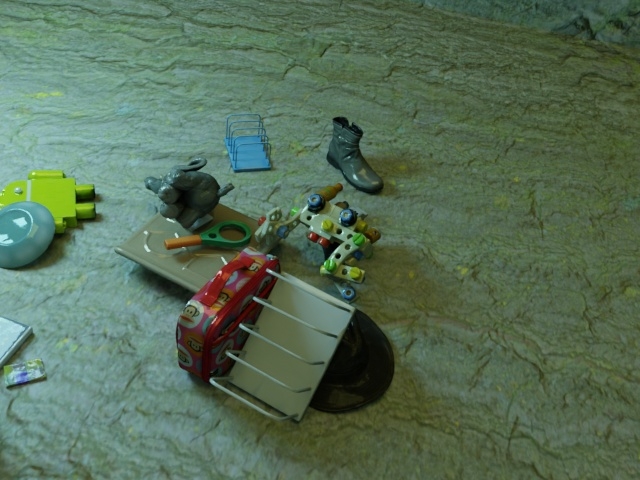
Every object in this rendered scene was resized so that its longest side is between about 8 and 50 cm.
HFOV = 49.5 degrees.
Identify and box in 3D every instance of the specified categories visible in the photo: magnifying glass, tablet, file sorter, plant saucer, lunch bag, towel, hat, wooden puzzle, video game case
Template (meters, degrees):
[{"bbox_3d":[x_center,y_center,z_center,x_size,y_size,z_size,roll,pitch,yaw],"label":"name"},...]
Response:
[{"bbox_3d":[-0.287,-0.008,1.790,0.230,0.026,0.092,-12,45,-26],"label":"magnifying glass"},{"bbox_3d":[-0.333,-0.056,1.851,0.054,0.006,0.083,31,43,22],"label":"tablet"},{"bbox_3d":[-0.081,0.221,1.487,0.192,0.173,0.278,26,86,15],"label":"file sorter"},{"bbox_3d":[-0.777,-0.025,1.762,0.194,0.037,0.195,-2,62,4],"label":"plant saucer"},{"bbox_3d":[-0.205,0.151,1.574,0.120,0.258,0.293,26,45,17],"label":"lunch bag"},{"bbox_3d":[-0.649,0.289,1.522,0.083,0.009,0.060,-11,48,-22],"label":"towel"},{"bbox_3d":[0.032,0.228,1.634,0.330,0.134,0.331,6,42,-6],"label":"hat"},{"bbox_3d":[-0.312,0.020,1.834,0.322,0.081,0.348,25,40,15],"label":"wooden puzzle"},{"bbox_3d":[-0.227,-0.310,2.177,0.118,0.105,0.170,-5,44,-17],"label":"file sorter"},{"bbox_3d":[-0.773,0.236,1.545,0.173,0.022,0.190,18,43,8],"label":"video game case"}]

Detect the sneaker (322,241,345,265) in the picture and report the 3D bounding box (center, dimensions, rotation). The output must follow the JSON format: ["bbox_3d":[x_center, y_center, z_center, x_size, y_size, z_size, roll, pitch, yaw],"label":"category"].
[{"bbox_3d":[0.034,0.008,1.900,0.051,0.089,0.170,-4,44,-15],"label":"sneaker"}]

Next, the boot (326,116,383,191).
[{"bbox_3d":[0.108,-0.270,2.158,0.083,0.161,0.246,-27,54,-33],"label":"boot"}]

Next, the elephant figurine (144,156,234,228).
[{"bbox_3d":[-0.357,-0.148,1.850,0.185,0.169,0.239,28,13,-20],"label":"elephant figurine"}]

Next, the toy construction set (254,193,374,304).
[{"bbox_3d":[0.000,0.000,1.807,0.327,0.151,0.215,29,81,10],"label":"toy construction set"}]

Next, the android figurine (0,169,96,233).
[{"bbox_3d":[-0.755,-0.104,1.890,0.272,0.056,0.248,-2,44,-16],"label":"android figurine"}]

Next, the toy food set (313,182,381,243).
[{"bbox_3d":[0.091,-0.063,1.970,0.232,0.111,0.104,34,48,27],"label":"toy food set"}]
